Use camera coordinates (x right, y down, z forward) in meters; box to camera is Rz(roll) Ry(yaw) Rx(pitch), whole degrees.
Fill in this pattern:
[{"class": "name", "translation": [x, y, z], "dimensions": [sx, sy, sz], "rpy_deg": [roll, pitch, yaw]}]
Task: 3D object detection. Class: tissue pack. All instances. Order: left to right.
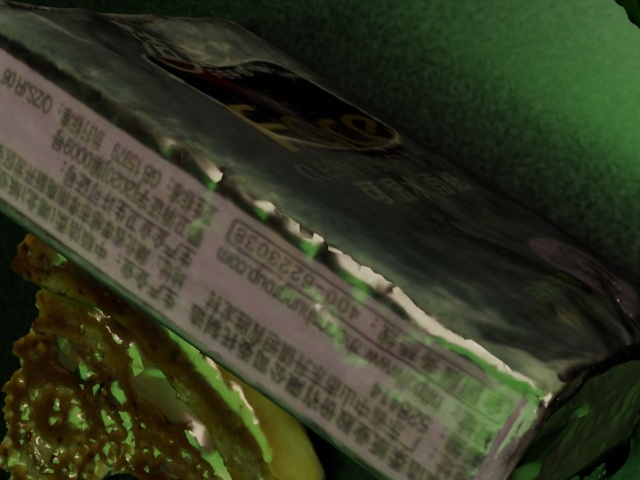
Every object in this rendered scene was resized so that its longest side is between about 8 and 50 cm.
[{"class": "tissue pack", "translation": [0.000, 0.000, 0.762], "dimensions": [0.361, 0.259, 0.122], "rpy_deg": [35, 108, 23]}]

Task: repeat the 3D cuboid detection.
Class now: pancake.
[{"class": "pancake", "translation": [-0.141, 0.114, 0.969], "dimensions": [0.244, 0.057, 0.266], "rpy_deg": [-42, 77, 28]}]

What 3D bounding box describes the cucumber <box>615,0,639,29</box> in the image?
[{"class": "cucumber", "translation": [0.188, -0.130, 0.753], "dimensions": [0.069, 0.069, 0.227], "rpy_deg": [-45, 70, 26]}]
